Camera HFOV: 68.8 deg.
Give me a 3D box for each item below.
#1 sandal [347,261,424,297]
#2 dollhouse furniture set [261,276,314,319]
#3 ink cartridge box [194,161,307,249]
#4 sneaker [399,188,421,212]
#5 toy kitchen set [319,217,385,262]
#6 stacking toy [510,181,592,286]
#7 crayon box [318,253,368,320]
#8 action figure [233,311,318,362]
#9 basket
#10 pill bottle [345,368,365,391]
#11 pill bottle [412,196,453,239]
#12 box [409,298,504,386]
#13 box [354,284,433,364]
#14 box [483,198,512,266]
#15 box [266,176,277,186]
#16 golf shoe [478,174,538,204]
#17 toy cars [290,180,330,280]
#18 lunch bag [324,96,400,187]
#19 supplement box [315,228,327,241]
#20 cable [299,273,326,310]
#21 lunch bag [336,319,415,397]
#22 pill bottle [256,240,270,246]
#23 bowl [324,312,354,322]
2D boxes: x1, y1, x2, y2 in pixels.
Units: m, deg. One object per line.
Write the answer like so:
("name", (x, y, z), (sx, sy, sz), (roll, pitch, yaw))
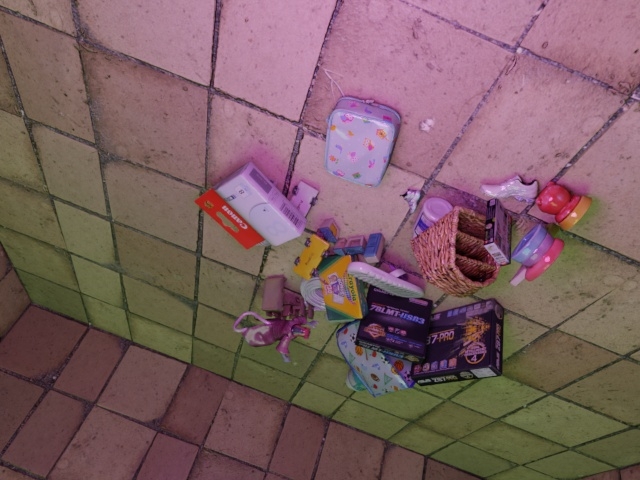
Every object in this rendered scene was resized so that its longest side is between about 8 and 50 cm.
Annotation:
("sandal", (0.293, 0.148, 1.939), (0.416, 0.102, 0.169), (25, 161, -36))
("dollhouse furniture set", (-0.175, 0.296, 2.347), (0.212, 0.161, 0.242), (-7, 156, 31))
("ink cartridge box", (-0.284, -0.091, 1.756), (0.385, 0.091, 0.308), (-24, 121, 40))
("sneaker", (0.312, -0.145, 1.658), (0.069, 0.038, 0.098), (16, 132, 8))
("toy kitchen set", (0.120, -0.003, 1.838), (0.207, 0.122, 0.166), (-8, 133, 31))
("stacking toy", (0.674, -0.018, 1.478), (0.130, 0.309, 0.279), (37, 159, 10))
("crayon box", (0.094, 0.195, 1.996), (0.165, 0.081, 0.279), (-9, 97, 27))
("action figure", (-0.186, 0.417, 2.250), (0.370, 0.248, 0.276), (-12, 126, 42))
("basket", (0.491, 0.052, 1.561), (0.299, 0.214, 0.223), (17, 136, -39))
("pill bottle", (0.247, 0.778, 2.681), (0.146, 0.146, 0.264), (29, 141, -10))
("pill bottle", (0.393, -0.053, 1.666), (0.112, 0.112, 0.187), (18, 142, 3))
("box", (0.583, 0.443, 2.000), (0.097, 0.318, 0.395), (41, 138, -23))
("box", (0.323, 0.357, 2.035), (0.295, 0.293, 0.073), (15, 143, 8))
("box", (0.584, -0.030, 1.532), (0.036, 0.207, 0.114), (-22, 125, 40))
("box", (-0.259, -0.153, 1.837), (0.103, 0.114, 0.203), (26, 142, -4))
("golf shoe", (0.600, -0.173, 1.489), (0.176, 0.069, 0.086), (9, 120, 9))
("toy cars", (-0.050, -0.041, 1.823), (0.176, 0.087, 0.394), (-7, 105, 20))
("lunch bag", (0.123, -0.315, 1.482), (0.224, 0.108, 0.279), (20, 140, 9))
("supplement box", (0.000, 0.000, 1.925), (0.043, 0.083, 0.055), (7, 140, 16))
("cable", (0.030, 0.233, 2.184), (0.257, 0.089, 0.257), (3, 138, 19))
("lunch bag", (0.285, 0.538, 2.304), (0.385, 0.239, 0.328), (49, 140, 2))
("pill bottle", (-0.201, -0.043, 1.937), (0.215, 0.117, 0.117), (-21, 126, 40))
("bowl", (0.102, 0.373, 2.281), (0.142, 0.053, 0.142), (3, 166, -31))
